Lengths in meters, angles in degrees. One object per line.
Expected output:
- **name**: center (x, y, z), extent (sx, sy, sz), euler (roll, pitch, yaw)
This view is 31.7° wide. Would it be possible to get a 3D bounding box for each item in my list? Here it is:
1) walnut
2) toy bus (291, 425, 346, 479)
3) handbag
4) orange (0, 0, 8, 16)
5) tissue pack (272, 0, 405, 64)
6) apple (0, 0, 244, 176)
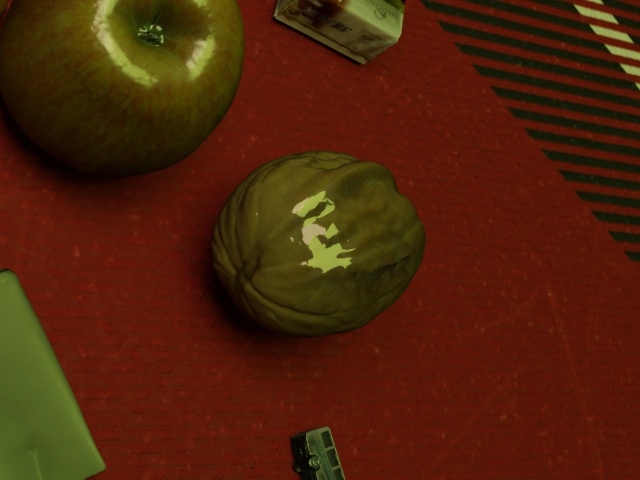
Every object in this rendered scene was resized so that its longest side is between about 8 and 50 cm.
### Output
- **walnut**: center (0.000, 0.000, 1.302), extent (0.261, 0.225, 0.224), euler (-30, 92, -42)
- **toy bus**: center (0.005, 0.285, 1.319), extent (0.052, 0.037, 0.130), euler (-12, 80, -41)
- **handbag**: center (-0.333, 0.196, 1.082), extent (0.241, 0.109, 0.315), euler (-22, 91, -36)
- **orange**: center (-0.378, -0.274, 1.228), extent (0.086, 0.062, 0.086), euler (11, 70, -33)
- **tissue pack**: center (0.029, -0.321, 1.492), extent (0.149, 0.099, 0.106), euler (23, 63, -26)
- **apple**: center (-0.206, -0.201, 1.208), extent (0.264, 0.264, 0.264), euler (11, 69, -31)
